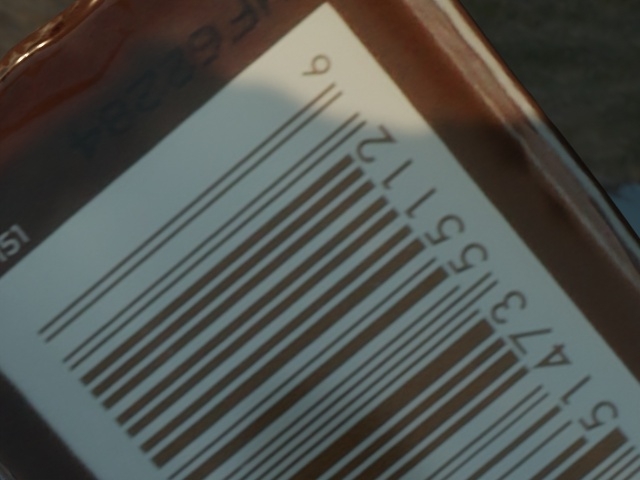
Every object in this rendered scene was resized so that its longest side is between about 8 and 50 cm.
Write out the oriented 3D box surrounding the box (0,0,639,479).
[{"bbox_3d":[0.000,0.000,0.515,0.191,0.143,0.381,50,-177,-9],"label":"box"}]
